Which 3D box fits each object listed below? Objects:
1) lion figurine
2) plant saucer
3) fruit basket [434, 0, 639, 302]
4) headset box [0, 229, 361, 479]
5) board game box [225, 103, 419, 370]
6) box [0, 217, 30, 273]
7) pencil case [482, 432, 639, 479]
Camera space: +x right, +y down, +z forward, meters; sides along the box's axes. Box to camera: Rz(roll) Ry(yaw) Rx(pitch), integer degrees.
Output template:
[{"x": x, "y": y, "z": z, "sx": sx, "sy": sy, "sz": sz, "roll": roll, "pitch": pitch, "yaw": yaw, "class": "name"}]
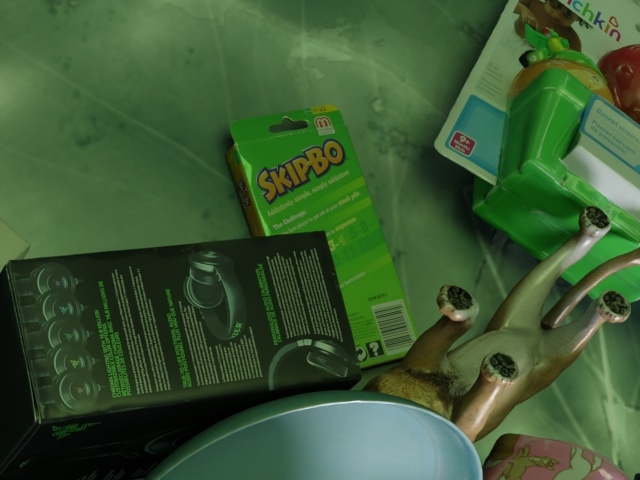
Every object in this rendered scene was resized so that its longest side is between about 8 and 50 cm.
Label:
[{"x": 0.144, "y": 0.121, "z": 1.489, "sx": 0.392, "sy": 0.240, "sz": 0.142, "roll": -17, "pitch": 60, "yaw": -39, "class": "lion figurine"}, {"x": -0.024, "y": 0.223, "z": 1.328, "sx": 0.317, "sy": 0.318, "sz": 0.044, "roll": 1, "pitch": 41, "yaw": -24, "class": "plant saucer"}, {"x": 0.309, "y": -0.122, "z": 1.676, "sx": 0.327, "sy": 0.165, "sz": 0.353, "roll": 36, "pitch": 57, "yaw": -8, "class": "fruit basket"}, {"x": -0.152, "y": 0.106, "z": 1.325, "sx": 0.283, "sy": 0.246, "sz": 0.131, "roll": -5, "pitch": 70, "yaw": -27, "class": "headset box"}, {"x": 0.000, "y": 0.000, "z": 1.560, "sx": 0.124, "sy": 0.039, "sz": 0.259, "roll": -12, "pitch": 79, "yaw": -28, "class": "board game box"}, {"x": -0.401, "y": -0.037, "z": 1.329, "sx": 0.311, "sy": 0.148, "sz": 0.121, "roll": 43, "pitch": 59, "yaw": -6, "class": "box"}, {"x": 0.154, "y": 0.357, "z": 1.424, "sx": 0.167, "sy": 0.160, "sz": 0.386, "roll": 21, "pitch": 59, "yaw": 18, "class": "pencil case"}]
